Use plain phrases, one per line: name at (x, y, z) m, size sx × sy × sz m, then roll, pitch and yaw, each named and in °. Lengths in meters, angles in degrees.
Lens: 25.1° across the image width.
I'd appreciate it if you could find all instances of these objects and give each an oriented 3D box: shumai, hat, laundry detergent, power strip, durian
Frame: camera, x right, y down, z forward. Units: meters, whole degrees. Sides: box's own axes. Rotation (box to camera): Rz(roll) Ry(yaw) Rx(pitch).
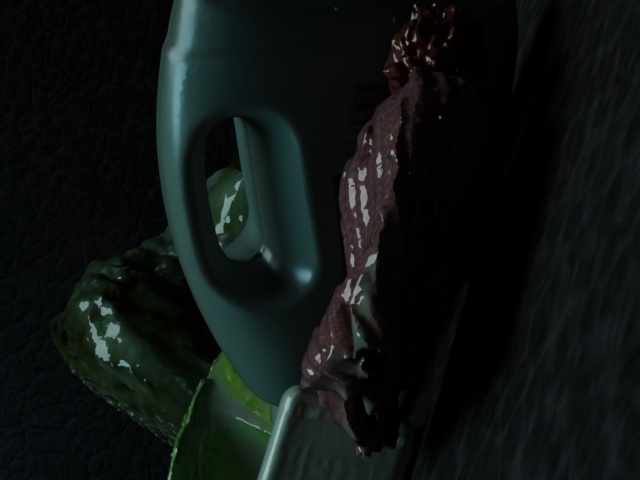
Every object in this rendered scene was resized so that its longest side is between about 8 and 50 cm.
shumai at (-0.067, 0.079, 1.472) m, size 0.323 × 0.324 × 0.397 m, roll -56°, pitch -23°, yaw -10°
hat at (0.063, -0.015, 0.875) m, size 0.237 × 0.107 × 0.286 m, roll 87°, pitch -166°, yaw -69°
laundry detergent at (0.000, 0.000, 1.051) m, size 0.124 × 0.264 × 0.398 m, roll 40°, pitch 130°, yaw 51°
power strip at (-0.023, 0.253, 0.957) m, size 0.058 × 0.098 × 0.338 m, roll 110°, pitch 178°, yaw -78°
durian at (-0.071, 0.275, 1.176) m, size 0.157 × 0.169 × 0.356 m, roll 113°, pitch 177°, yaw -51°
